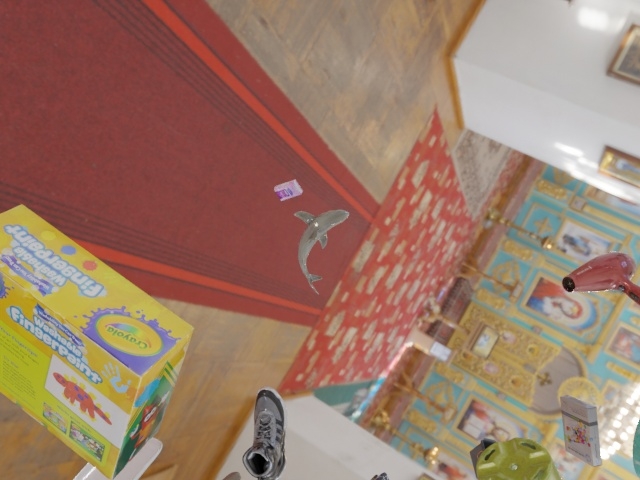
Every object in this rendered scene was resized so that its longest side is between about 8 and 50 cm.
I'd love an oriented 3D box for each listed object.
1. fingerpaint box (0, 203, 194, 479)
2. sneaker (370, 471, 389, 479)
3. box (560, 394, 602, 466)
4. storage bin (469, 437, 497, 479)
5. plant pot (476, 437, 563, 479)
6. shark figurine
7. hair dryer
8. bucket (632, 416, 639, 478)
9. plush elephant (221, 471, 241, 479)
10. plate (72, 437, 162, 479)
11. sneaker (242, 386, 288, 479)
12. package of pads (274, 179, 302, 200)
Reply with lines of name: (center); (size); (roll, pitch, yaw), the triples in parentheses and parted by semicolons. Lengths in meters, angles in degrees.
fingerpaint box: (-0.507, 0.206, 1.200); (0.163, 0.445, 0.371); (-44, 164, -51)
sneaker: (0.183, 0.713, 1.735); (0.052, 0.058, 0.135); (-42, 171, -20)
box: (0.837, 0.609, 1.921); (0.145, 0.038, 0.186); (-175, -103, -78)
storage bin: (0.592, 0.796, 2.148); (0.091, 0.098, 0.135); (-50, -148, 35)
plant pot: (0.505, 0.640, 1.467); (0.276, 0.276, 0.253); (-41, 117, -43)
shark figurine: (-0.024, 0.017, 1.904); (0.116, 0.166, 0.278); (-141, -109, -75)
hair dryer: (0.662, 0.094, 1.260); (0.223, 0.294, 0.080); (-64, 158, -64)
bucket: (1.044, 0.606, 1.718); (0.281, 0.183, 0.280); (-2, 94, -38)
plush elephant: (-0.287, 0.823, 1.695); (0.272, 0.255, 0.330); (-23, 136, 9)
plate: (-0.658, 0.740, 1.923); (0.277, 0.278, 0.045); (-49, 122, -30)
sneaker: (-0.158, 0.561, 1.707); (0.153, 0.102, 0.268); (27, 58, -75)
package of pads: (-0.103, -0.162, 1.915); (0.050, 0.083, 0.032); (58, 38, -25)
